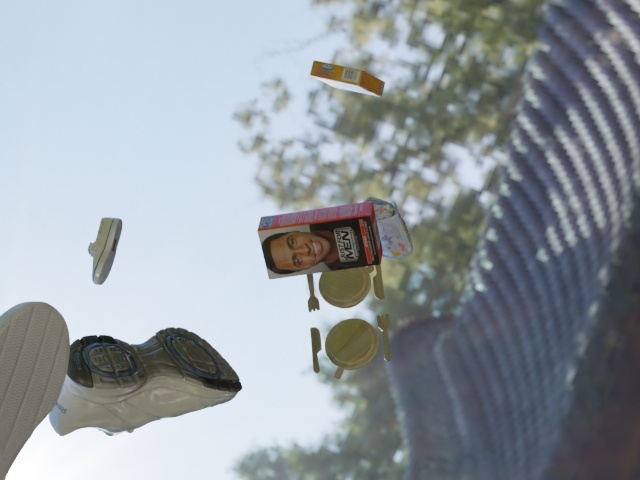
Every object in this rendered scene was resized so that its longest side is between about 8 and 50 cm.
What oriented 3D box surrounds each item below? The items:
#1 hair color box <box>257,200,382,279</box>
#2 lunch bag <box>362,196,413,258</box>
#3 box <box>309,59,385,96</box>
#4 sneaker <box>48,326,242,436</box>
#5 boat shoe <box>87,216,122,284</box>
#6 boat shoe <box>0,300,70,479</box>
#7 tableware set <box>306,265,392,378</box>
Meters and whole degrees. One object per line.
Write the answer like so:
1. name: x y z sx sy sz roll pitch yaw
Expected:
1. hair color box: 0.000 0.000 1.926 0.043 0.141 0.072 -78 -23 -62
2. lunch bag: 0.091 -0.016 2.167 0.053 0.083 0.071 -38 -61 -21
3. box: 0.044 -0.245 2.403 0.136 0.081 0.028 4 -81 -71
4. sneaker: -0.231 0.190 2.054 0.297 0.111 0.129 5 -51 -44
5. boat shoe: -0.303 0.013 2.180 0.035 0.035 0.100 63 -141 -69
6. boat shoe: -0.411 0.222 1.870 0.121 0.119 0.335 38 -119 -29
7. tableware set: 0.048 0.122 2.525 0.039 0.128 0.194 65 -162 -60
